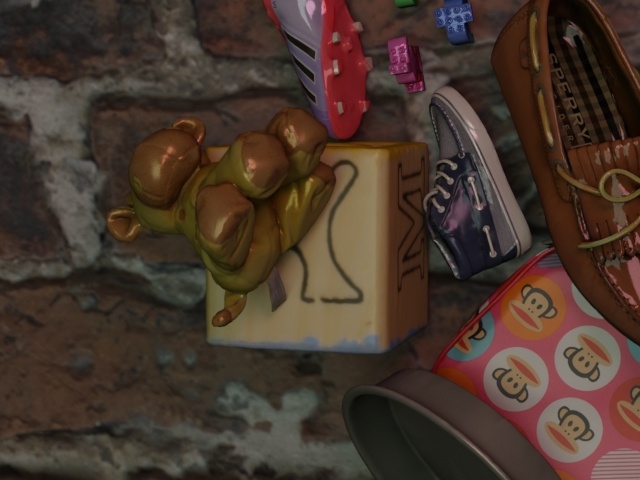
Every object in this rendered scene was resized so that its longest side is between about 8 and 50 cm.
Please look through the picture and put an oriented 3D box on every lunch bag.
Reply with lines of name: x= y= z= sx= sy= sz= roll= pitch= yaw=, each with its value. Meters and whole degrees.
lunch bag: x=0.282 y=0.142 z=1.488 sx=0.293 sy=0.120 sz=0.258 roll=45 pitch=105 yaw=9

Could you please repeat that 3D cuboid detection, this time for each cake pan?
cake pan: x=0.144 y=0.237 z=1.482 sx=0.293 sy=0.293 sz=0.054 roll=44 pitch=68 yaw=8

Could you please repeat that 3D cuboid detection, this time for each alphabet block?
alphabet block: x=0.000 y=0.000 z=1.522 sx=0.192 sy=0.193 sz=0.197 roll=2 pitch=96 yaw=15

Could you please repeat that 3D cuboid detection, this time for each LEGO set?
LEGO set: x=0.101 y=-0.267 z=1.516 sx=0.087 sy=0.093 sz=0.227 roll=-9 pitch=93 yaw=17

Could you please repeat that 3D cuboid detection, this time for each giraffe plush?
giraffe plush: x=-0.104 y=-0.044 z=1.385 sx=0.170 sy=0.181 sz=0.210 roll=31 pitch=138 yaw=22

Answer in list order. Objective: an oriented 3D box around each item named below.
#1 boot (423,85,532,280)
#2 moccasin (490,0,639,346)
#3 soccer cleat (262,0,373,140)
boot: x=0.136 y=-0.057 z=1.524 sx=0.086 sy=0.069 sz=0.190 roll=-26 pitch=88 yaw=-14
moccasin: x=0.281 y=-0.069 z=1.405 sx=0.139 sy=0.147 sz=0.380 roll=-9 pitch=68 yaw=-16
soccer cleat: x=-0.012 y=-0.223 z=1.569 sx=0.095 sy=0.083 sz=0.248 roll=-10 pitch=92 yaw=34
